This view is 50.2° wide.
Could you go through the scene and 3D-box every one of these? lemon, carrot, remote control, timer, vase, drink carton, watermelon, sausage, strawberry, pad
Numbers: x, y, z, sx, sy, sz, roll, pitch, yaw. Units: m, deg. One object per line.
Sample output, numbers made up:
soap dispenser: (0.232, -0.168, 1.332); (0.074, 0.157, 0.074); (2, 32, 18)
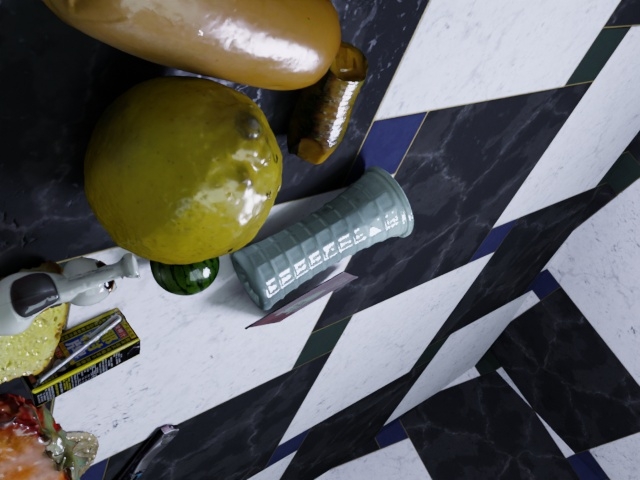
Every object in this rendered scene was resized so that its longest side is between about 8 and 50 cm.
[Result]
lemon: (-0.149, -0.075, 0.743); (0.204, 0.204, 0.260); (-13, 174, -46)
carrot: (0.007, -0.186, 0.947); (0.082, 0.082, 0.173); (-20, 150, -39)
remote control: (-0.385, 0.479, 1.492); (0.212, 0.028, 0.059); (-50, 152, 17)
timer: (-0.335, 0.072, 0.722); (0.266, 0.175, 0.175); (-17, 146, -29)
vase: (0.000, 0.000, 1.174); (0.299, 0.143, 0.143); (-29, 152, -17)
drink carton: (-0.354, 0.167, 1.000); (0.165, 0.071, 0.056); (-27, 154, -31)
watermelon: (-0.197, 0.029, 0.977); (0.109, 0.109, 0.109); (-33, 153, -19)
sausage: (-0.121, -0.230, 0.668); (0.354, 0.116, 0.134); (-1, 144, -49)
strawberry: (-0.496, 0.343, 0.999); (0.280, 0.150, 0.253); (-38, 134, -3)
pad: (-0.025, 0.115, 1.312); (0.202, 0.005, 0.300); (-30, 172, 4)

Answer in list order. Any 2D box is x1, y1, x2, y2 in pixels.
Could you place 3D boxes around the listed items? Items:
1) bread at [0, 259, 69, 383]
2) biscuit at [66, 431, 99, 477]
bread: (-0.382, 0.104, 0.871); (0.103, 0.065, 0.187); (-15, 145, -41)
biscuit: (-0.503, 0.423, 1.235); (0.220, 0.033, 0.220); (-34, 153, -20)
